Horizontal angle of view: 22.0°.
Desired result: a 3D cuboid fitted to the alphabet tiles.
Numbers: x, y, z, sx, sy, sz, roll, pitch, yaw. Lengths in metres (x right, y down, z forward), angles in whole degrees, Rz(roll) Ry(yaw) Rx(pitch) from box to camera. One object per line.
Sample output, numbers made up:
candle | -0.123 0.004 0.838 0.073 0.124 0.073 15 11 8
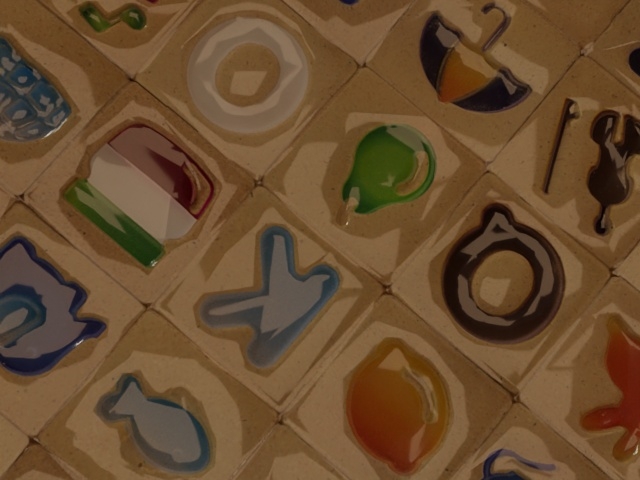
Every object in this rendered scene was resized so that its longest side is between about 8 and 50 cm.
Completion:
alphabet tiles | 0.000 0.000 0.561 0.285 0.011 0.342 39 75 3
